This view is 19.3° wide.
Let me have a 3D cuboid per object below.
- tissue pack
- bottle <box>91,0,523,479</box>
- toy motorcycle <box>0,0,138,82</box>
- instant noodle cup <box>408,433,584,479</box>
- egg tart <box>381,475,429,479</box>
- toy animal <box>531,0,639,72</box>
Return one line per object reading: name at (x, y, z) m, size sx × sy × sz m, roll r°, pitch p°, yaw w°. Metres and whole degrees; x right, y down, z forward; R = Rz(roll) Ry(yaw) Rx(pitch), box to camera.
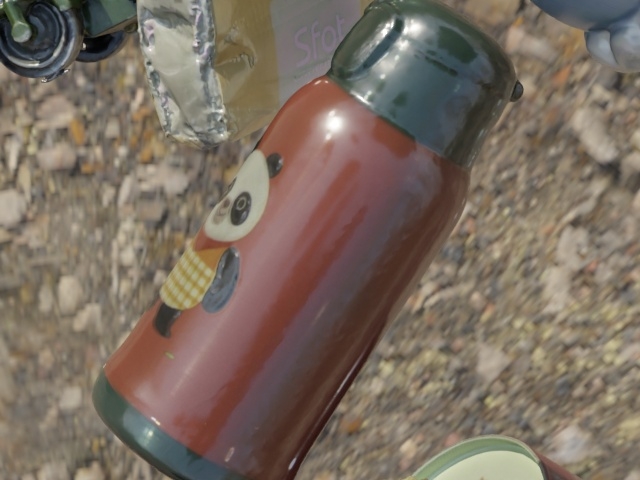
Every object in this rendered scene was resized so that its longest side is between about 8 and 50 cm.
tissue pack at (-0.040, -0.185, 1.406) m, size 0.222 × 0.090 × 0.186 m, roll -32°, pitch 123°, yaw -47°
bottle at (0.000, 0.000, 1.193) m, size 0.144 × 0.144 × 0.336 m, roll 34°, pitch 95°, yaw 4°
toy motorcycle at (-0.158, -0.221, 1.505) m, size 0.275 × 0.205 × 0.127 m, roll -26°, pitch 93°, yaw 15°
instant noodle cup at (0.154, 0.270, 1.445) m, size 0.178 × 0.235 × 0.235 m, roll 41°, pitch 71°, yaw -29°
egg tart at (-0.015, 0.238, 0.730) m, size 0.150 × 0.352 × 0.352 m, roll 33°, pitch 71°, yaw -27°
toy animal at (0.142, -0.195, 0.974) m, size 0.204 × 0.208 × 0.156 m, roll 37°, pitch 96°, yaw -10°
